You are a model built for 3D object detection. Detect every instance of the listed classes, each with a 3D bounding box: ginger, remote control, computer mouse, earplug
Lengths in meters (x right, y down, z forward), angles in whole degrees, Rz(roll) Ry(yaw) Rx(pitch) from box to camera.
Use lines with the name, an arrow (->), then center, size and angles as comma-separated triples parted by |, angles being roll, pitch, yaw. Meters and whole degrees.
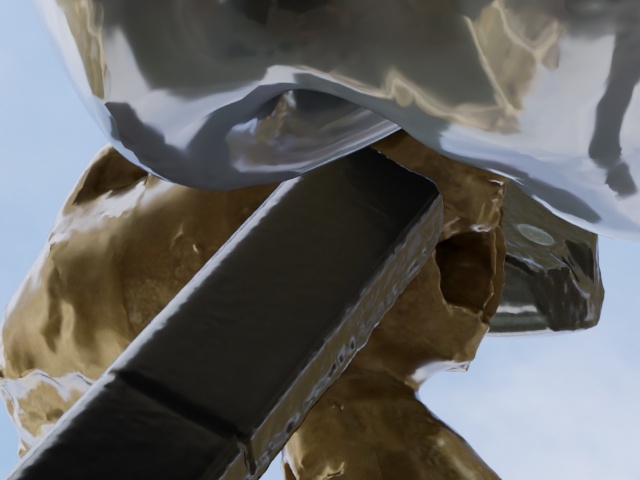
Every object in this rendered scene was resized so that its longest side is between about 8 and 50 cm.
ginger -> -0.008, -0.016, 0.821 | 0.348, 0.122, 0.363 | 12, -86, 40
remote control -> -0.026, 0.035, 0.626 | 0.063, 0.245, 0.025 | 26, -54, 10
computer mouse -> 0.028, -0.016, 0.926 | 0.231, 0.126, 0.071 | 31, -61, 15
earplug -> 0.072, -0.096, 0.512 | 0.326, 0.214, 0.175 | 5, -120, 12
